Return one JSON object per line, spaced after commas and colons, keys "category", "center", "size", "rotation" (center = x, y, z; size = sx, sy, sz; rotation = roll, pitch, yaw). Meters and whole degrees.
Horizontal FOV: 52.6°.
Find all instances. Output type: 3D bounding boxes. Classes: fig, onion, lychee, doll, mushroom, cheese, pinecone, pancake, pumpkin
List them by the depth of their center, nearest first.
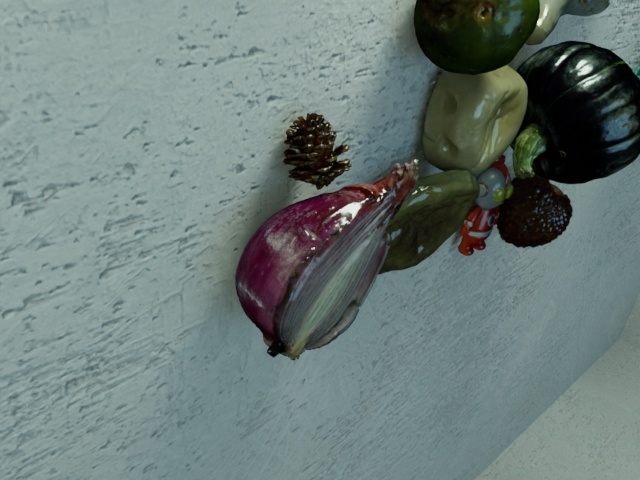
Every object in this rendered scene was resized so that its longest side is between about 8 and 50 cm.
{"category": "pinecone", "center": [-0.008, -0.128, 0.939], "size": [0.102, 0.102, 0.109], "rotation": [-43, 139, -21]}
{"category": "onion", "center": [0.000, 0.000, 0.992], "size": [0.348, 0.159, 0.267], "rotation": [-56, 157, -2]}
{"category": "fig", "center": [0.238, -0.353, 1.035], "size": [0.195, 0.195, 0.245], "rotation": [-60, -179, 2]}
{"category": "cheese", "center": [0.286, -0.235, 1.205], "size": [0.235, 0.117, 0.218], "rotation": [-57, 144, -3]}
{"category": "pancake", "center": [0.179, -0.028, 1.231], "size": [0.295, 0.049, 0.294], "rotation": [-24, 150, -15]}
{"category": "pumpkin", "center": [0.477, -0.240, 1.300], "size": [0.296, 0.296, 0.295], "rotation": [-31, 137, -34]}
{"category": "mushroom", "center": [0.493, -0.479, 1.305], "size": [0.278, 0.099, 0.096], "rotation": [-32, 127, -26]}
{"category": "doll", "center": [0.379, -0.081, 1.477], "size": [0.142, 0.076, 0.245], "rotation": [-17, 133, -44]}
{"category": "lychee", "center": [0.504, -0.066, 1.564], "size": [0.188, 0.188, 0.188], "rotation": [-31, 137, -34]}

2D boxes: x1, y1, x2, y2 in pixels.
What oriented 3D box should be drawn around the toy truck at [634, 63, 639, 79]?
{"category": "toy truck", "center": [0.975, -0.400, 1.897], "size": [0.155, 0.156, 0.278], "rotation": [3, 114, -52]}
